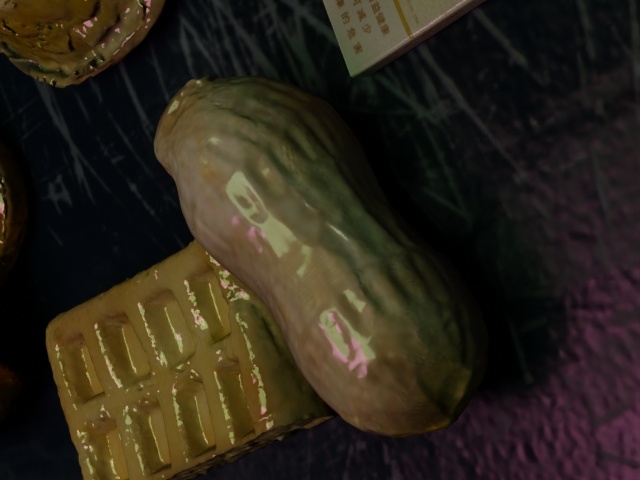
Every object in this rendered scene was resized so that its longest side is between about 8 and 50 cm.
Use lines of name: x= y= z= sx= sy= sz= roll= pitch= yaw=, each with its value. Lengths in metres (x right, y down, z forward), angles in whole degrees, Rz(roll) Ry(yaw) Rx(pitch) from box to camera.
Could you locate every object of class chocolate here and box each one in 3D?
chocolate: x=0.000 y=0.000 z=1.043 sx=0.309 sy=0.134 sz=0.134 roll=49 pitch=126 yaw=25

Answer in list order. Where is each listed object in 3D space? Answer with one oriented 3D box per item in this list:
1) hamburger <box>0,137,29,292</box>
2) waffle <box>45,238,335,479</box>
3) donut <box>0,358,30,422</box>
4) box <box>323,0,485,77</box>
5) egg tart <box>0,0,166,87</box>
hamburger: x=-0.350 y=-0.034 z=1.381 sx=0.182 sy=0.118 sz=0.191 roll=15 pitch=101 yaw=38
waffle: x=-0.115 y=0.102 z=1.210 sx=0.274 sy=0.057 sz=0.168 roll=-28 pitch=76 yaw=43
donut: x=-0.384 y=0.110 z=1.359 sx=0.253 sy=0.253 sz=0.118 roll=-11 pitch=54 yaw=44
box: x=0.066 y=-0.183 z=1.023 sx=0.167 sy=0.024 sz=0.090 roll=-29 pitch=76 yaw=42
egg tart: x=-0.233 y=-0.275 z=1.233 sx=0.315 sy=0.120 sz=0.315 roll=8 pitch=102 yaw=42
